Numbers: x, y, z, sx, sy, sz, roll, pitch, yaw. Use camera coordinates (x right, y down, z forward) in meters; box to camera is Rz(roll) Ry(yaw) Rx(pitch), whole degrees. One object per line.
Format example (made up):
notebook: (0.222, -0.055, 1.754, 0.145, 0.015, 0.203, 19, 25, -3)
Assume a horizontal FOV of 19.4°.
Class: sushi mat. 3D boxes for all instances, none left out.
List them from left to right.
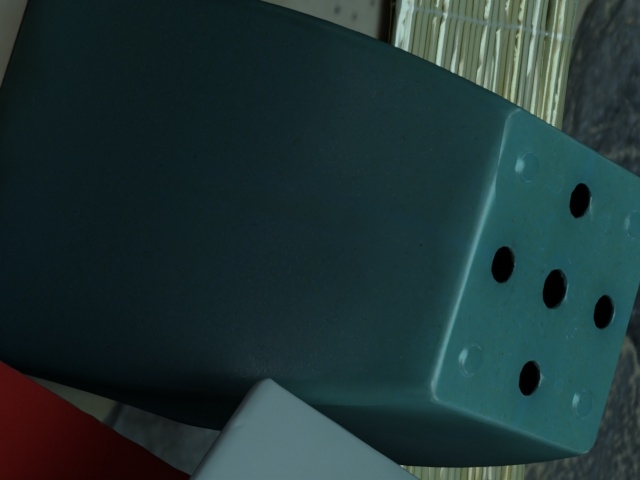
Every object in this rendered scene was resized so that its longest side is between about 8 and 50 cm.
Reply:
sushi mat: (0.074, 0.016, 0.977, 0.151, 0.019, 0.316, -1, 98, -46)

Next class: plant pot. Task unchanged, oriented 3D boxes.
plant pot: (0.000, 0.000, 0.735, 0.165, 0.234, 0.165, 24, 80, -47)

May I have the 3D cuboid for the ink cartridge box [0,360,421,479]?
ink cartridge box: (-0.076, 0.138, 0.531, 0.066, 0.261, 0.296, -58, 178, 35)
